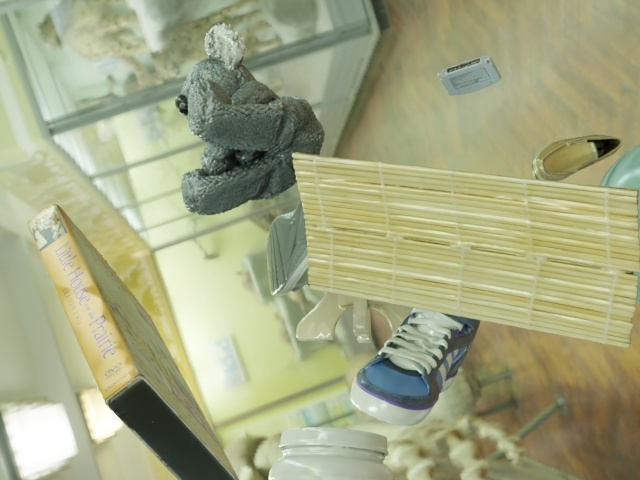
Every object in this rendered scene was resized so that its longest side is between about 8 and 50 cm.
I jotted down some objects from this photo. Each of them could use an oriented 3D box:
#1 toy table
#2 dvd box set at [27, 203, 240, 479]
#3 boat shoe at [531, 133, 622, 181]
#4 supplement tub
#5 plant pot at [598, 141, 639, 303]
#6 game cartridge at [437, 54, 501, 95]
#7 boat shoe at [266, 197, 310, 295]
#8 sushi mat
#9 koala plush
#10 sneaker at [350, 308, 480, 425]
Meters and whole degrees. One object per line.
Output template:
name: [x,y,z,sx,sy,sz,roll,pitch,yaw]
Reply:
toy table: [0.076,0.110,1.758,0.252,0.274,0.161,33,-125,-71]
dvd box set: [-0.273,0.161,1.321,0.420,0.062,0.307,49,171,46]
boat shoe: [0.448,-0.151,1.583,0.072,0.190,0.068,-9,104,58]
supplement tub: [0.016,0.525,1.682,0.241,0.241,0.331,89,-176,-70]
plant pot: [0.549,-0.048,1.278,0.196,0.293,0.293,76,173,-74]
game cartridge: [0.223,-0.244,1.361,0.056,0.083,0.017,49,-144,-44]
boat shoe: [0.000,-0.003,1.351,0.320,0.103,0.118,129,140,-54]
sushi mat: [0.123,0.005,0.818,0.019,0.316,0.151,-44,-44,-52]
koala plush: [-0.123,-0.180,1.293,0.221,0.203,0.196,57,148,38]
sneaker: [0.165,0.134,1.420,0.323,0.130,0.236,-13,-58,-63]
